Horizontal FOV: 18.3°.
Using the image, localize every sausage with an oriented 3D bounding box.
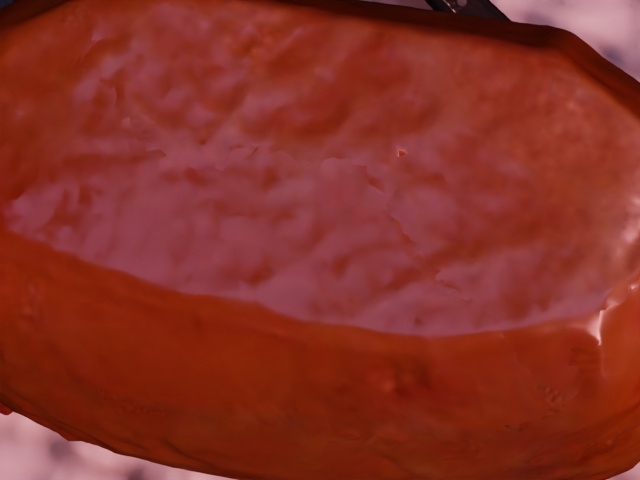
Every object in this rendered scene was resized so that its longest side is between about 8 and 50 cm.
[{"bbox_3d":[0.000,0.000,0.616,0.268,0.141,0.153,8,74,9],"label":"sausage"}]

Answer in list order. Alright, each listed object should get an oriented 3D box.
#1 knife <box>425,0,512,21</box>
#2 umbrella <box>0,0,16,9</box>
[{"bbox_3d":[0.010,-0.110,0.683,0.170,0.010,0.023,40,84,-12],"label":"knife"},{"bbox_3d":[-0.066,-0.105,0.702,0.250,0.052,0.053,-27,106,-6],"label":"umbrella"}]
